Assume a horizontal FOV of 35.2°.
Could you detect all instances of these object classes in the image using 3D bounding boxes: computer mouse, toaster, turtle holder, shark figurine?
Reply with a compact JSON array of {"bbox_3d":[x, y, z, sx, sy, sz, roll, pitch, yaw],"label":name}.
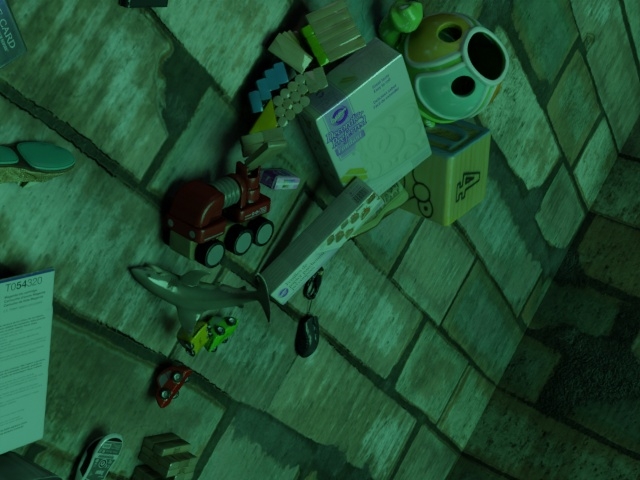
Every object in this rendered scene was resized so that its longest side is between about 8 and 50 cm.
[{"bbox_3d":[-0.015,0.176,2.430,0.071,0.041,0.242,-19,124,-48],"label":"computer mouse"},{"bbox_3d":[-0.557,0.444,1.712,0.227,0.146,0.129,-4,112,-55],"label":"toaster"},{"bbox_3d":[0.283,-0.422,2.279,0.243,0.227,0.320,-37,106,-30],"label":"turtle holder"},{"bbox_3d":[-0.451,0.453,1.975,0.106,0.042,0.193,27,93,-53],"label":"computer mouse"},{"bbox_3d":[-0.215,0.123,1.927,0.166,0.278,0.116,73,26,-70],"label":"shark figurine"}]

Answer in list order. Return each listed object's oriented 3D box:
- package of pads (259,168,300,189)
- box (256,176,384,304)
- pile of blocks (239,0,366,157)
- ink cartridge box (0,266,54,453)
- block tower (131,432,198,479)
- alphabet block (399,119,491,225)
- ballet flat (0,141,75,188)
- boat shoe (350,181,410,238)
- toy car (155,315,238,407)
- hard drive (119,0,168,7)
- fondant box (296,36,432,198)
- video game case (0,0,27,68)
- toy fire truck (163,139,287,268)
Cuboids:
[{"bbox_3d":[-0.087,-0.129,2.121,0.083,0.050,0.032,-6,120,-54],"label":"package of pads"},{"bbox_3d":[0.000,0.000,2.225,0.324,0.067,0.063,-46,144,1],"label":"box"},{"bbox_3d":[-0.062,-0.320,2.014,0.362,0.149,0.112,-52,-171,-5],"label":"pile of blocks"},{"bbox_3d":[-0.580,0.213,1.608,0.324,0.071,0.330,-14,118,-51],"label":"ink cartridge box"},{"bbox_3d":[-0.362,0.583,2.138,0.097,0.091,0.335,5,105,-56],"label":"block tower"},{"bbox_3d":[0.295,-0.182,2.516,0.193,0.192,0.197,-32,135,-39],"label":"alphabet block"},{"bbox_3d":[-0.477,-0.114,1.568,0.206,0.073,0.067,-2,139,-52],"label":"ballet flat"},{"bbox_3d":[0.101,-0.074,2.405,0.285,0.104,0.089,-37,100,-45],"label":"boat shoe"},{"bbox_3d":[-0.249,0.213,2.079,0.225,0.053,0.239,-37,160,-54],"label":"toy car"},{"bbox_3d":[-0.283,-0.452,1.658,0.094,0.022,0.135,-17,124,-50],"label":"hard drive"},{"bbox_3d":[0.098,-0.245,2.221,0.238,0.096,0.330,-39,140,-10],"label":"fondant box"},{"bbox_3d":[-0.545,-0.275,1.388,0.274,0.026,0.196,-45,142,-31],"label":"video game case"},{"bbox_3d":[-0.169,-0.090,1.916,0.217,0.158,0.246,-24,132,-46],"label":"toy fire truck"}]
